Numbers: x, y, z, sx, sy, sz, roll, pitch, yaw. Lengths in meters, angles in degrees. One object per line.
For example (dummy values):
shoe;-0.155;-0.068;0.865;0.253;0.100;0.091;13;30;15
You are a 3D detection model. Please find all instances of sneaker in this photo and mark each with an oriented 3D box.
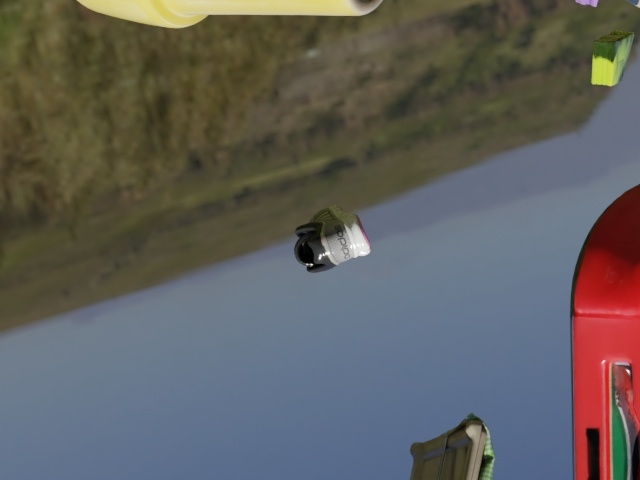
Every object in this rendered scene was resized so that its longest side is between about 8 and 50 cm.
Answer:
sneaker;0.000;0.000;2.071;0.074;0.063;0.170;-18;-173;-13

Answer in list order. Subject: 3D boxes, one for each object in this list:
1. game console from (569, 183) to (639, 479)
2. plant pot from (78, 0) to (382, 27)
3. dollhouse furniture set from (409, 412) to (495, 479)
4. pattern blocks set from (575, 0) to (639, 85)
game console;0.265;0.158;1.015;0.342;0.387;0.060;-3;-176;-45
plant pot;-0.058;-0.286;1.464;0.239;0.254;0.254;14;-166;20
dollhouse furniture set;0.170;0.367;2.009;0.151;0.302;0.197;18;161;-13
pattern blocks set;0.260;-0.266;1.467;0.026;0.285;0.325;13;-158;18
